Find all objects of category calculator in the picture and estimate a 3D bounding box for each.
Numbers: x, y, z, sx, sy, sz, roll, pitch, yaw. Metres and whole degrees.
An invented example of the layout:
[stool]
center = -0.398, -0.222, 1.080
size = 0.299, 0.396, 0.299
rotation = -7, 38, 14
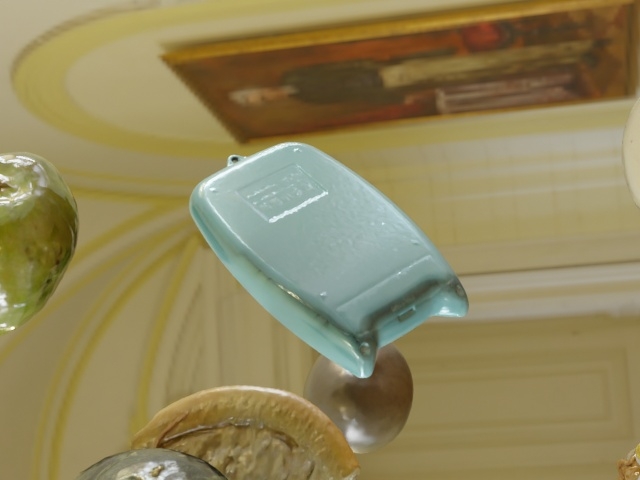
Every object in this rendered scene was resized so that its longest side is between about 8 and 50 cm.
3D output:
[calculator]
center = 0.000, 0.000, 1.649
size = 0.256, 0.386, 0.054
rotation = -28, -34, -32

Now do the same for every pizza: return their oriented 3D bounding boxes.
[pizza]
center = -0.092, 0.235, 1.016
size = 0.262, 0.181, 0.034
rotation = -63, -15, -6

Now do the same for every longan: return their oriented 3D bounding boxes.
[longan]
center = 0.064, 0.266, 2.150
size = 0.220, 0.196, 0.196
rotation = -70, -27, -55

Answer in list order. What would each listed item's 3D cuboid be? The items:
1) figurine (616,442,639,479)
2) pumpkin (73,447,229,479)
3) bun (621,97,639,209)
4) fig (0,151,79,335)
[figurine]
center = 0.376, 0.222, 1.324
size = 0.068, 0.143, 0.101
rotation = 52, 179, 29
[pumpkin]
center = -0.110, 0.238, 0.883
size = 0.146, 0.190, 0.190
rotation = -49, -43, -47
[bun]
center = 0.293, -0.063, 0.903
size = 0.094, 0.138, 0.138
rotation = -15, -79, -50
[fig]
center = -0.437, 0.040, 1.724
size = 0.233, 0.233, 0.314
rotation = -73, -20, -64
